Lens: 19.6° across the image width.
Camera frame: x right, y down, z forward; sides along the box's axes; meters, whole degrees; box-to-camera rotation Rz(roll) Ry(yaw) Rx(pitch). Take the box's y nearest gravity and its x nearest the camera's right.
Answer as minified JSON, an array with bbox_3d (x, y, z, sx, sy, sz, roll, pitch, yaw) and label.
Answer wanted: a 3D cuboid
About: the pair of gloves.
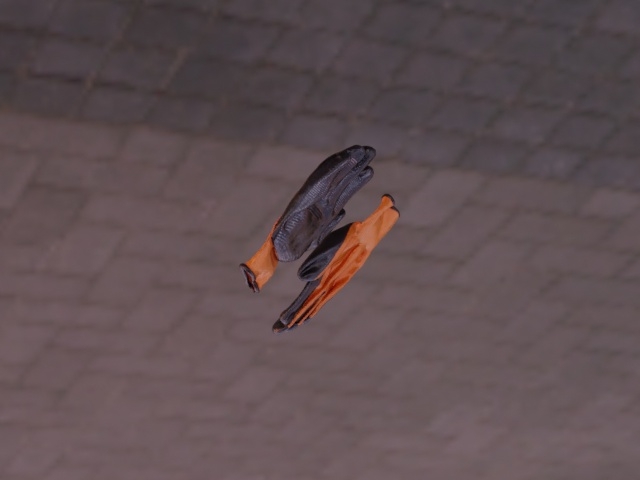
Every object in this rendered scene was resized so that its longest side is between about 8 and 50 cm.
[{"bbox_3d":[0.000,0.000,0.741,0.074,0.010,0.083,-48,154,-11],"label":"pair of gloves"}]
